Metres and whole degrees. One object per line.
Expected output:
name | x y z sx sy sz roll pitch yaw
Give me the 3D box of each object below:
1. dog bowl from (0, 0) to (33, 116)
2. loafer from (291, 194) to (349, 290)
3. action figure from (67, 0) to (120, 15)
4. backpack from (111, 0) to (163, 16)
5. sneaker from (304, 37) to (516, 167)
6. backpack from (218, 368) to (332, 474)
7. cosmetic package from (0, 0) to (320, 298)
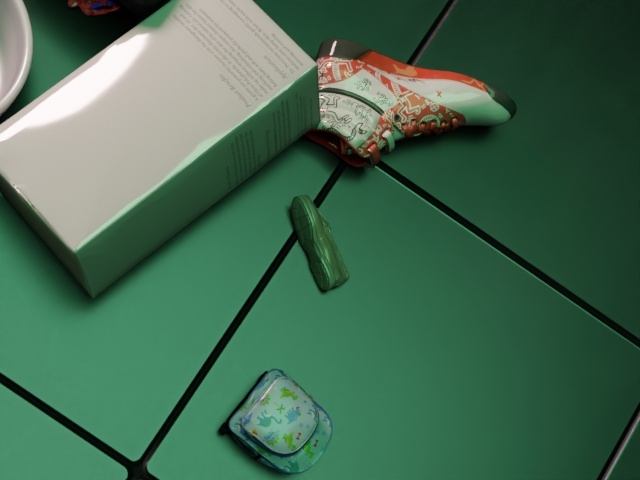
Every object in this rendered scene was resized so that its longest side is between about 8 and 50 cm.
dog bowl | -0.481 -0.230 1.693 0.264 0.104 0.265 11 66 -25
loafer | 0.000 0.000 1.814 0.039 0.045 0.125 -18 88 -33
action figure | -0.265 -0.309 1.835 0.115 0.030 0.038 -10 83 -12
backpack | -0.214 -0.477 1.787 0.290 0.273 0.356 33 86 5
sneaker | 0.109 -0.152 1.847 0.270 0.090 0.145 17 75 -4
backpack | -0.044 0.224 1.725 0.114 0.084 0.105 41 74 -3
cosmetic package | -0.197 -0.130 1.710 0.365 0.155 0.197 -38 72 -13
